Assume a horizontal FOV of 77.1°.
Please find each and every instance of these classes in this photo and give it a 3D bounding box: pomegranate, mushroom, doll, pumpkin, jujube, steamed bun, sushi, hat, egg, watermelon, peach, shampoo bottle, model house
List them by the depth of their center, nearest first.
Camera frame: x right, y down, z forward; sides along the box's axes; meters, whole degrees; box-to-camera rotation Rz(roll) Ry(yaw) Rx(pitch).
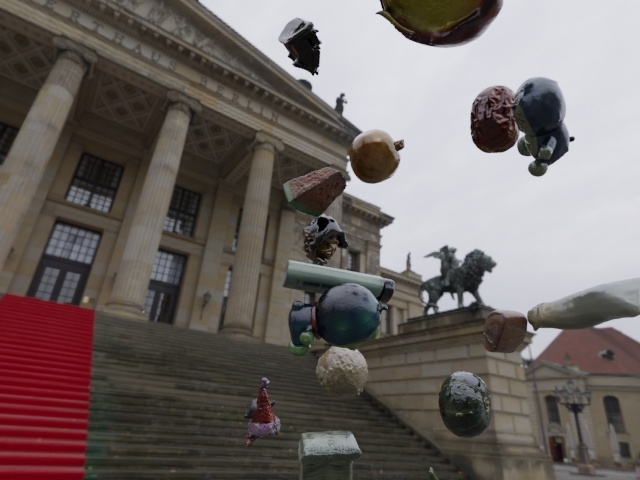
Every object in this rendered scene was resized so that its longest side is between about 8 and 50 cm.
[{"bbox_3d":[0.640,-0.343,1.175,0.154,0.228,0.258,-20,-58,29],"label":"doll"},{"bbox_3d":[0.042,0.233,1.200,0.323,0.198,0.185,-15,-70,9],"label":"doll"},{"bbox_3d":[0.430,0.489,1.202,0.191,0.190,0.146,24,-18,-35],"label":"pumpkin"},{"bbox_3d":[0.385,-0.784,1.236,0.406,0.310,0.334,32,-45,24],"label":"peach"},{"bbox_3d":[0.872,0.223,1.311,0.178,0.125,0.397,-11,-16,-27],"label":"mushroom"},{"bbox_3d":[0.057,0.146,1.338,0.361,0.078,0.134,11,-35,-9],"label":"shampoo bottle"},{"bbox_3d":[-0.061,-0.704,1.471,0.141,0.203,0.164,-39,-50,12],"label":"model house"},{"bbox_3d":[0.641,-0.442,1.477,0.175,0.249,0.174,6,-7,1],"label":"jujube"},{"bbox_3d":[0.690,0.339,1.507,0.145,0.174,0.106,4,18,-22],"label":"steamed bun"},{"bbox_3d":[-0.223,0.635,1.520,0.140,0.226,0.129,-2,0,-21],"label":"hat"},{"bbox_3d":[-0.003,-0.231,1.746,0.257,0.139,0.193,-32,-30,25],"label":"watermelon"},{"bbox_3d":[0.004,0.006,1.826,0.199,0.204,0.213,57,-20,-12],"label":"sushi"},{"bbox_3d":[0.268,-0.399,1.882,0.271,0.251,0.229,-17,4,15],"label":"pomegranate"},{"bbox_3d":[0.111,0.655,2.012,0.280,0.278,0.310,-2,-27,13],"label":"egg"}]

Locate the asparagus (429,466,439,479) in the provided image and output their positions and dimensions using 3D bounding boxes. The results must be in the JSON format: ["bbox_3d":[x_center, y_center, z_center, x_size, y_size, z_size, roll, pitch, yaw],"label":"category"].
[{"bbox_3d":[0.383,0.804,1.273,0.041,0.178,0.045,-32,1,-25],"label":"asparagus"}]

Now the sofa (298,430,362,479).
[{"bbox_3d":[0.026,0.778,1.359,0.211,0.225,0.176,4,-2,-8],"label":"sofa"}]
